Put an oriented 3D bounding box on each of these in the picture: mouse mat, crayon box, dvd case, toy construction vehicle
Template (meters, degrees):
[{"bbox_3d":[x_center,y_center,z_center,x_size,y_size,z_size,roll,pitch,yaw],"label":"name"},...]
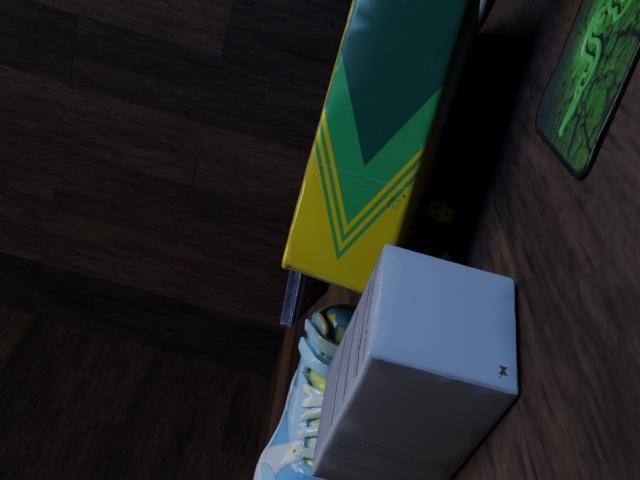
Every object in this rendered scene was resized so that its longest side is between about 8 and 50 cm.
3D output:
[{"bbox_3d":[0.196,-0.147,0.549,0.152,0.007,0.190,-84,11,-68],"label":"mouse mat"},{"bbox_3d":[0.081,-0.117,0.852,0.363,0.106,0.313,-14,-60,-80],"label":"crayon box"},{"bbox_3d":[0.000,0.000,0.950,0.221,0.018,0.165,-30,-48,-77],"label":"dvd case"},{"bbox_3d":[0.117,-0.001,0.844,0.098,0.035,0.086,-101,27,-81],"label":"toy construction vehicle"}]

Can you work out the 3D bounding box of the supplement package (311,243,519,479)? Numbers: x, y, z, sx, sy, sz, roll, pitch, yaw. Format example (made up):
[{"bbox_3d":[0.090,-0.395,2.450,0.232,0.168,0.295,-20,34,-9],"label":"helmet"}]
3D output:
[{"bbox_3d":[0.067,0.108,0.613,0.179,0.105,0.105,111,174,-46],"label":"supplement package"}]

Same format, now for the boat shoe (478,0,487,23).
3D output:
[{"bbox_3d":[0.174,-0.305,1.037,0.184,0.063,0.066,-151,77,-86],"label":"boat shoe"}]

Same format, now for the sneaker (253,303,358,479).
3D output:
[{"bbox_3d":[0.007,0.201,0.958,0.319,0.127,0.208,-81,6,-53],"label":"sneaker"}]
